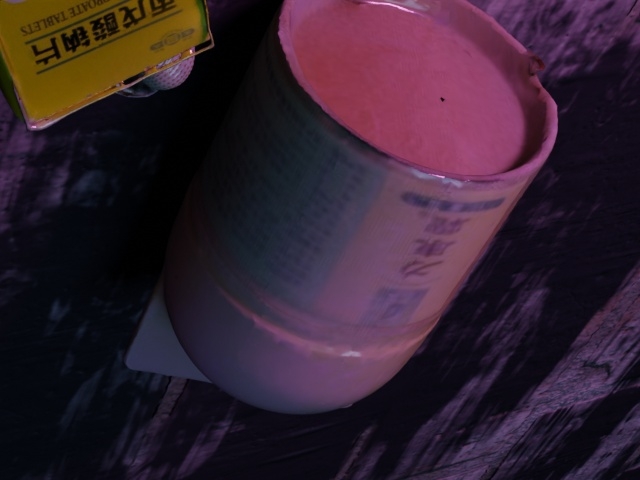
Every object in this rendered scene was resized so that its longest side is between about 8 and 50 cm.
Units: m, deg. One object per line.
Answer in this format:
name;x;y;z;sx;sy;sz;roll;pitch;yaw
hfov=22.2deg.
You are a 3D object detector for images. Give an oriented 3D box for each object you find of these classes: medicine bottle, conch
medicine bottle;-0.167;-0.202;0.967;0.137;0.141;0.250;-28;152;-11
conch;-0.133;-0.144;1.178;0.076;0.057;0.085;-21;125;20
medicine bottle;0.000;0.000;1.339;0.235;0.236;0.406;-8;143;-35
